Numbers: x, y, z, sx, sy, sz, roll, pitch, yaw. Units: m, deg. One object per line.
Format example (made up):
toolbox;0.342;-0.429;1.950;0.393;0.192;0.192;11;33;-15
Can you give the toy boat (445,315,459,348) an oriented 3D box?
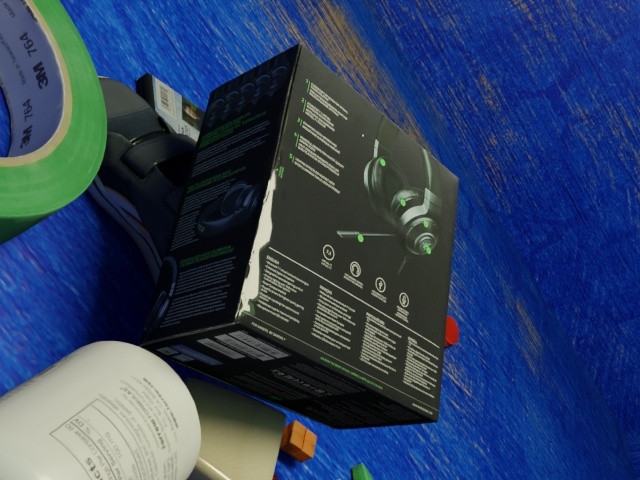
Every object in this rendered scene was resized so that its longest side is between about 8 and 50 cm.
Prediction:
toy boat;0.049;0.081;1.040;0.318;0.148;0.267;41;47;-34

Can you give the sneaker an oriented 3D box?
sneaker;-0.135;-0.039;0.768;0.126;0.127;0.321;-37;99;-50

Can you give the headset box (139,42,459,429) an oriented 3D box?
headset box;0.000;0.000;0.697;0.246;0.131;0.283;32;56;-37

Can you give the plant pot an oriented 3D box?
plant pot;-0.108;0.184;0.652;0.096;0.109;0.109;42;30;-18

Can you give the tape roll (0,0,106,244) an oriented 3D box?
tape roll;-0.314;-0.148;0.595;0.321;0.077;0.321;46;28;-34

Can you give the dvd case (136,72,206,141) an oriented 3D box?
dvd case;-0.132;-0.083;0.968;0.253;0.022;0.180;31;40;-51

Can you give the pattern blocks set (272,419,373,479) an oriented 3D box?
pattern blocks set;0.029;0.326;0.802;0.285;0.026;0.325;61;14;11

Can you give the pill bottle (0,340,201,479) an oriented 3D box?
pill bottle;-0.183;0.163;0.475;0.131;0.131;0.229;62;23;-4
